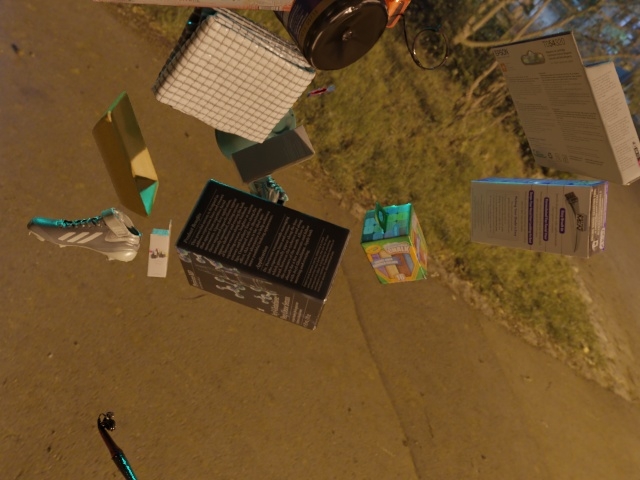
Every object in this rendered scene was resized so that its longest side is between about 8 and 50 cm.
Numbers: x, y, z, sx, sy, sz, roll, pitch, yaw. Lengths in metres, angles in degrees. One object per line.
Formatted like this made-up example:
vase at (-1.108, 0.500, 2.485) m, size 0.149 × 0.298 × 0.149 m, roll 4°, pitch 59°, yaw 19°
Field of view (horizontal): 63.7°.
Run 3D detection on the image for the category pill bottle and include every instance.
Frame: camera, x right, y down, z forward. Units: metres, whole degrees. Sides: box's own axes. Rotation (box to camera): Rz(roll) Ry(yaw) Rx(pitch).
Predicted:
pill bottle at (-0.016, -0.343, 0.677) m, size 0.123 × 0.123 × 0.219 m, roll -14°, pitch 68°, yaw -50°

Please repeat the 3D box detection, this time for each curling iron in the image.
curling iron at (-0.517, 0.534, 1.308) m, size 0.035 × 0.068 × 0.274 m, roll 0°, pitch 25°, yaw -40°

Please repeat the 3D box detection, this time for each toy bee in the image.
toy bee at (0.080, -0.410, 0.871) m, size 0.298 × 0.195 × 0.162 m, roll 52°, pitch 36°, yaw -19°

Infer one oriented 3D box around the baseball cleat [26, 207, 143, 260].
baseball cleat at (-0.459, -0.028, 1.019) m, size 0.206 × 0.109 × 0.072 m, roll 19°, pitch 21°, yaw -25°

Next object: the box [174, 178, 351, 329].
box at (-0.151, 0.050, 1.392) m, size 0.396 × 0.293 × 0.211 m, roll 20°, pitch 66°, yaw 3°

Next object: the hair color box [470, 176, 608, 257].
hair color box at (0.584, -0.073, 1.406) m, size 0.110 × 0.339 × 0.185 m, roll -14°, pitch 106°, yaw -38°

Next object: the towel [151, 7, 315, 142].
towel at (-0.186, -0.353, 1.097) m, size 0.284 × 0.235 × 0.121 m, roll 15°, pitch 46°, yaw -40°

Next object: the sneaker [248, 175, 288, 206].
sneaker at (-0.171, -0.167, 1.791) m, size 0.110 × 0.122 × 0.282 m, roll -1°, pitch 78°, yaw -64°

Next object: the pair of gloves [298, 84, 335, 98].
pair of gloves at (-0.052, -0.417, 1.474) m, size 0.159 × 0.198 × 0.023 m, roll -99°, pitch 174°, yaw -76°

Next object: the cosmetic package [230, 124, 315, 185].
cosmetic package at (-0.149, -0.257, 1.574) m, size 0.107 × 0.238 × 0.127 m, roll 64°, pitch -6°, yaw -5°

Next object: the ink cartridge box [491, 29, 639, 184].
ink cartridge box at (0.529, -0.297, 1.120) m, size 0.330 × 0.072 × 0.324 m, roll 62°, pitch 1°, yaw -18°

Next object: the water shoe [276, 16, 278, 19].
water shoe at (-0.035, -0.586, 1.273) m, size 0.080 × 0.203 × 0.072 m, roll -34°, pitch 120°, yaw -33°

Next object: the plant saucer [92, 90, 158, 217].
plant saucer at (-0.610, -0.267, 1.608) m, size 0.332 × 0.081 × 0.332 m, roll -113°, pitch -171°, yaw -61°

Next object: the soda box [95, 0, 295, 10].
soda box at (-0.112, -0.240, 0.442) m, size 0.183 × 0.062 × 0.058 m, roll -1°, pitch 8°, yaw -9°

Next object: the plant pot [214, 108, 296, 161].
plant pot at (-0.239, -0.446, 2.048) m, size 0.272 × 0.255 × 0.271 m, roll 6°, pitch 80°, yaw -38°

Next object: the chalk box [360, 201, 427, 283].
chalk box at (0.191, -0.006, 1.354) m, size 0.132 × 0.132 × 0.213 m, roll -75°, pitch 147°, yaw -43°

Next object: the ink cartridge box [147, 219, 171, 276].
ink cartridge box at (-0.540, 0.022, 1.728) m, size 0.062 × 0.181 × 0.104 m, roll 6°, pitch 9°, yaw -14°
